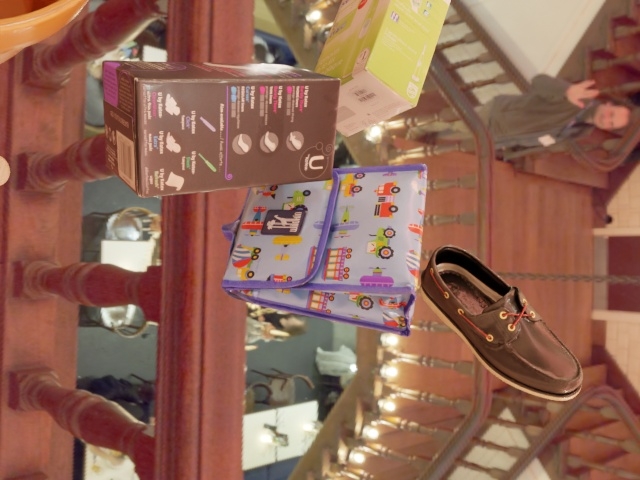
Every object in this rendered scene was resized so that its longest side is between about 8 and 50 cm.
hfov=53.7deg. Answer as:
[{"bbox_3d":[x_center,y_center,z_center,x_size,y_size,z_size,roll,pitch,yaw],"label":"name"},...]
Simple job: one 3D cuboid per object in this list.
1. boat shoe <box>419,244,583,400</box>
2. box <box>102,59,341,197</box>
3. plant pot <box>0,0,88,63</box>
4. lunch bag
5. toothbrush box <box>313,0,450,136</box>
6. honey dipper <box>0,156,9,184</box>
[{"bbox_3d":[0.122,0.055,0.433,0.049,0.133,0.042,-29,145,-27],"label":"boat shoe"},{"bbox_3d":[-0.131,-0.155,0.836,0.271,0.165,0.143,-8,115,-30],"label":"box"},{"bbox_3d":[-0.355,-0.283,0.583,0.291,0.204,0.290,7,76,-29],"label":"plant pot"},{"bbox_3d":[0.000,0.000,0.936,0.138,0.294,0.220,84,14,-57],"label":"lunch bag"},{"bbox_3d":[0.105,-0.359,1.160,0.122,0.206,0.283,31,68,-26],"label":"toothbrush box"},{"bbox_3d":[-0.373,-0.066,0.632,0.030,0.161,0.030,0,90,-61],"label":"honey dipper"}]
